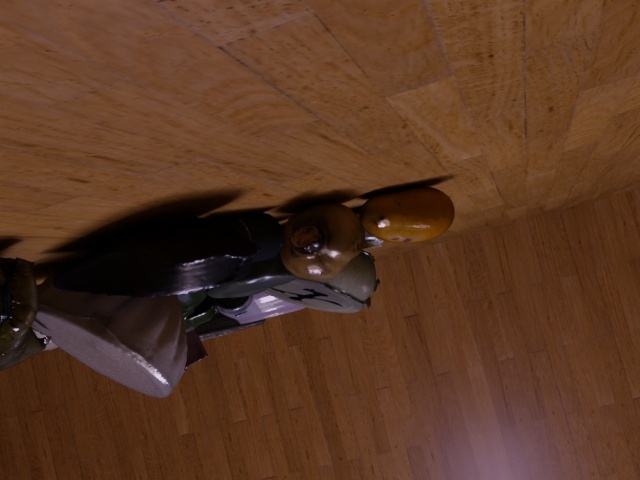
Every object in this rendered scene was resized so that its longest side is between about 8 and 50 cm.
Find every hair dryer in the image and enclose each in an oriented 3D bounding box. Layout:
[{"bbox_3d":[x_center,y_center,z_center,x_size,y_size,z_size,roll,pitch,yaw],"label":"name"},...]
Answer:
[{"bbox_3d":[-0.170,0.010,1.210,0.219,0.071,0.124,-11,179,41],"label":"hair dryer"}]

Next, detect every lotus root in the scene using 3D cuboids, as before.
[{"bbox_3d":[0.000,0.000,1.237,0.125,0.118,0.221,-62,165,12],"label":"lotus root"}]

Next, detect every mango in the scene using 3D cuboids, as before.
[{"bbox_3d":[0.140,-0.041,1.345,0.178,0.090,0.115,-8,162,-27],"label":"mango"}]

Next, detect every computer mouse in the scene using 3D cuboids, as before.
[{"bbox_3d":[-0.216,0.016,1.048,0.295,0.087,0.168,-3,-171,36],"label":"computer mouse"}]

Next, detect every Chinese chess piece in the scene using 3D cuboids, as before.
[{"bbox_3d":[-0.010,0.061,1.478,0.238,0.092,0.238,13,162,4],"label":"Chinese chess piece"}]

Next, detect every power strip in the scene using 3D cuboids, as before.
[{"bbox_3d":[-0.294,0.180,1.922,0.251,0.092,0.257,-5,-154,-28],"label":"power strip"}]

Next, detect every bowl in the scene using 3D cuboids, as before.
[{"bbox_3d":[-0.121,0.099,1.799,0.287,0.143,0.287,-14,174,-1],"label":"bowl"}]

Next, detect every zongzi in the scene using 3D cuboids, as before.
[{"bbox_3d":[-0.388,0.104,1.037,0.260,0.123,0.289,-17,159,30],"label":"zongzi"}]

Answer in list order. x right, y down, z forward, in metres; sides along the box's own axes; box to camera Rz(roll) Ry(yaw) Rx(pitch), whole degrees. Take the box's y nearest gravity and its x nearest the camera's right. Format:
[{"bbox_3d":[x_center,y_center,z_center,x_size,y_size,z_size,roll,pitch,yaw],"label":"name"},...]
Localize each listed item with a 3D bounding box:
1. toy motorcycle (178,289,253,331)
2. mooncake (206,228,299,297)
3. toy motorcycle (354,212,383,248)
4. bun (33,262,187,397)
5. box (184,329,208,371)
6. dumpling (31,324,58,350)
[{"bbox_3d":[-0.271,0.092,1.460,0.275,0.127,0.205,-23,145,-8],"label":"toy motorcycle"},{"bbox_3d":[-0.111,0.038,1.344,0.175,0.104,0.168,-10,164,11],"label":"mooncake"},{"bbox_3d":[0.054,-0.012,1.480,0.229,0.074,0.151,-7,170,32],"label":"toy motorcycle"},{"bbox_3d":[-0.304,0.108,1.250,0.175,0.263,0.263,-59,-164,-25],"label":"bun"},{"bbox_3d":[-0.319,0.170,1.659,0.086,0.215,0.215,-27,177,-16],"label":"box"},{"bbox_3d":[-0.511,0.145,1.430,0.136,0.118,0.199,-14,153,-26],"label":"dumpling"}]
